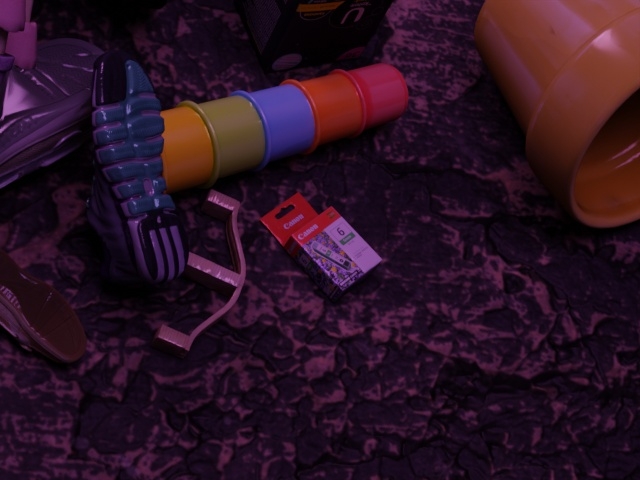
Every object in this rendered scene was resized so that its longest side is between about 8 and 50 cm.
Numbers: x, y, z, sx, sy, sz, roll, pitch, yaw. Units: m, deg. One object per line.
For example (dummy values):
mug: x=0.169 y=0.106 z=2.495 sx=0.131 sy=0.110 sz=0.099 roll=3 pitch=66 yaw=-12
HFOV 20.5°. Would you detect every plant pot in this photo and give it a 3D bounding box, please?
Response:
plant pot: x=0.295 y=-0.181 z=1.894 sx=0.254 sy=0.254 sz=0.239 roll=-18 pitch=53 yaw=-30

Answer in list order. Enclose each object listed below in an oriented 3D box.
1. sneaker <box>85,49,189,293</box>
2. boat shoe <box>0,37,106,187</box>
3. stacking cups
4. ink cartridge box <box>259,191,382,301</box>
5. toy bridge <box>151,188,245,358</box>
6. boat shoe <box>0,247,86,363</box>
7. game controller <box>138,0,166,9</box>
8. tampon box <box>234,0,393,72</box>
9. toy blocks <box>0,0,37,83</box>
sneaker: x=-0.197 y=-0.062 z=1.661 sx=0.083 sy=0.098 sz=0.223 roll=-5 pitch=82 yaw=-50
boat shoe: x=-0.329 y=-0.084 z=1.662 sx=0.320 sy=0.103 sz=0.118 roll=-34 pitch=61 yaw=-32
stacking cups: x=-0.055 y=-0.118 z=1.806 sx=0.316 sy=0.096 sz=0.096 roll=-18 pitch=68 yaw=-35
ink cartridge box: x=0.000 y=0.000 z=1.782 sx=0.115 sy=0.029 sz=0.063 roll=47 pitch=56 yaw=9
toy bridge: x=-0.106 y=0.034 z=1.722 sx=0.063 sy=0.026 sz=0.188 roll=25 pitch=54 yaw=-9
boat shoe: x=-0.281 y=0.061 z=1.631 sx=0.153 sy=0.048 sz=0.056 roll=40 pitch=42 yaw=-3
game controller: x=-0.284 y=-0.346 z=1.800 sx=0.319 sy=0.166 sz=0.067 roll=36 pitch=74 yaw=2
tampon box: x=-0.001 y=-0.267 z=1.862 sx=0.120 sy=0.161 sz=0.101 roll=-12 pitch=66 yaw=-26
toy blocks: x=-0.380 y=-0.209 z=1.577 sx=0.288 sy=0.309 sz=0.260 roll=11 pitch=100 yaw=-2
